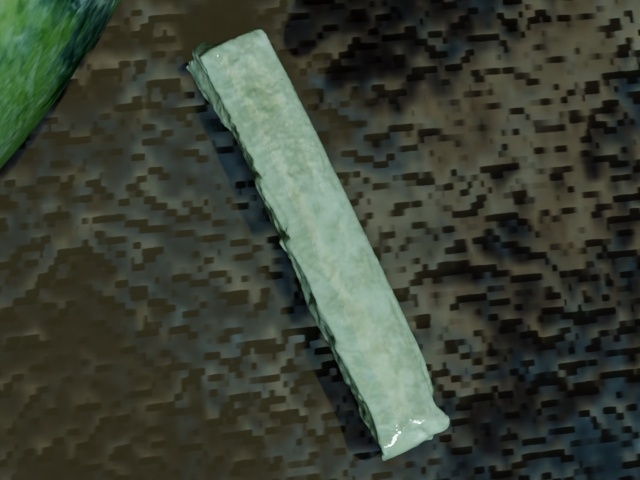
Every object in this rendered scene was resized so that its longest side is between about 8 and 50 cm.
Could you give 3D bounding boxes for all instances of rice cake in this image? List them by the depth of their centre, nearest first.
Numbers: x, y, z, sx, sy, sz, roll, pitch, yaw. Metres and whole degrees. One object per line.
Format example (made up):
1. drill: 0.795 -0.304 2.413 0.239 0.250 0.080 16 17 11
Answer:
1. rice cake: 0.000 0.000 0.510 0.022 0.021 0.121 -25 88 -10

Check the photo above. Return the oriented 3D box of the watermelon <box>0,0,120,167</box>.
1. watermelon: -0.119 -0.150 0.434 0.201 0.213 0.261 23 72 7
